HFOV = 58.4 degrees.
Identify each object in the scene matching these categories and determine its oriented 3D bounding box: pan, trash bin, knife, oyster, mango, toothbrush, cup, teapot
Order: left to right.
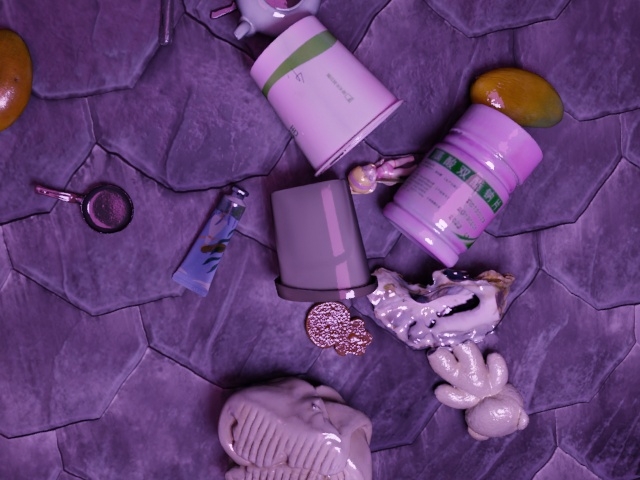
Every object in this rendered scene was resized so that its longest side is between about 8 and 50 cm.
[{"bbox_3d":[-0.679,-0.333,1.202,0.136,0.099,0.228,19,87,-7],"label":"mango"},{"bbox_3d":[-0.527,-0.084,1.283,0.211,0.040,0.115,16,97,-17],"label":"pan"},{"bbox_3d":[-0.329,-0.574,1.241,0.030,0.030,0.298,9,100,17],"label":"toothbrush"},{"bbox_3d":[-0.169,-0.533,1.277,0.170,0.010,0.023,-24,107,-5],"label":"knife"},{"bbox_3d":[-0.088,-0.536,1.221,0.193,0.129,0.294,42,90,-17],"label":"teapot"},{"bbox_3d":[0.000,0.000,1.277,0.219,0.220,0.250,-10,93,8],"label":"trash bin"},{"bbox_3d":[0.002,-0.310,1.228,0.253,0.253,0.274,-41,93,0],"label":"cup"},{"bbox_3d":[0.296,0.144,1.376,0.351,0.115,0.238,-16,120,10],"label":"oyster"},{"bbox_3d":[0.466,-0.336,1.351,0.237,0.091,0.137,-1,100,-13],"label":"mango"}]

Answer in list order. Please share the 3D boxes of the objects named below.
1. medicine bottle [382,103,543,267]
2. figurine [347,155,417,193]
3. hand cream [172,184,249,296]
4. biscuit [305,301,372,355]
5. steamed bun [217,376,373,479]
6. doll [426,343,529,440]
[{"bbox_3d":[0.317,-0.122,1.302,0.212,0.212,0.325,40,93,-11],"label":"medicine bottle"},{"bbox_3d":[0.142,-0.152,1.354,0.187,0.083,0.083,-20,101,-16],"label":"figurine"},{"bbox_3d":[-0.246,-0.001,1.330,0.091,0.058,0.272,29,99,-7],"label":"hand cream"},{"bbox_3d":[0.042,0.220,1.412,0.175,0.026,0.124,33,95,-11],"label":"biscuit"},{"bbox_3d":[-0.038,0.473,1.329,0.367,0.255,0.343,21,116,18],"label":"steamed bun"},{"bbox_3d":[0.395,0.357,1.446,0.175,0.149,0.278,-36,88,41],"label":"doll"}]
